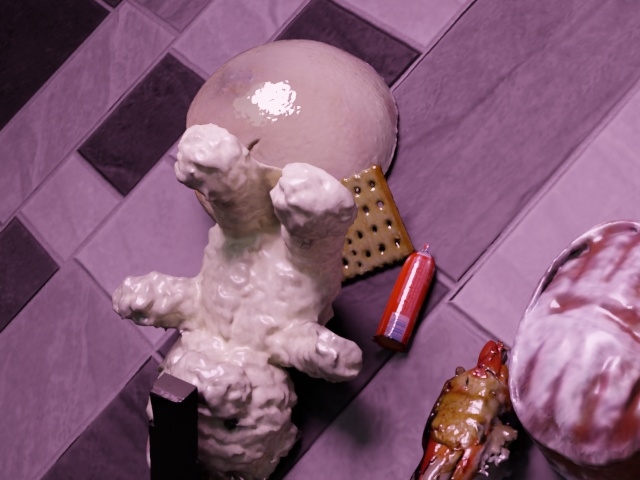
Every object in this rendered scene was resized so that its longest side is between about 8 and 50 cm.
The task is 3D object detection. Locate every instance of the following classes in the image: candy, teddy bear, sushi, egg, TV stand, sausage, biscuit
[{"bbox_3d":[0.318,0.115,1.127,0.214,0.157,0.289,16,72,32],"label":"candy"},{"bbox_3d":[-0.114,0.124,1.262,0.327,0.375,0.362,23,68,16],"label":"teddy bear"},{"bbox_3d":[0.176,0.212,1.185,0.097,0.103,0.226,-28,32,58],"label":"sushi"},{"bbox_3d":[-0.062,-0.169,1.497,0.337,0.201,0.337,-13,58,22],"label":"egg"},{"bbox_3d":[-0.174,0.271,1.272,0.049,0.256,0.040,20,37,22],"label":"TV stand"},{"bbox_3d":[0.112,0.069,1.351,0.050,0.048,0.145,-27,38,66],"label":"sausage"},{"bbox_3d":[0.000,0.000,1.416,0.231,0.016,0.139,-21,99,19],"label":"biscuit"}]
